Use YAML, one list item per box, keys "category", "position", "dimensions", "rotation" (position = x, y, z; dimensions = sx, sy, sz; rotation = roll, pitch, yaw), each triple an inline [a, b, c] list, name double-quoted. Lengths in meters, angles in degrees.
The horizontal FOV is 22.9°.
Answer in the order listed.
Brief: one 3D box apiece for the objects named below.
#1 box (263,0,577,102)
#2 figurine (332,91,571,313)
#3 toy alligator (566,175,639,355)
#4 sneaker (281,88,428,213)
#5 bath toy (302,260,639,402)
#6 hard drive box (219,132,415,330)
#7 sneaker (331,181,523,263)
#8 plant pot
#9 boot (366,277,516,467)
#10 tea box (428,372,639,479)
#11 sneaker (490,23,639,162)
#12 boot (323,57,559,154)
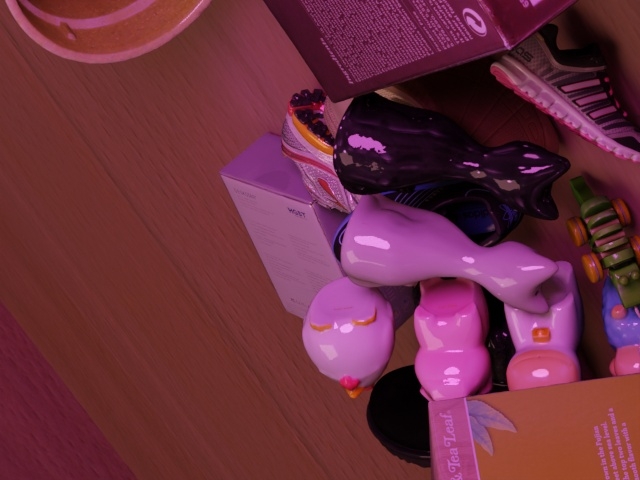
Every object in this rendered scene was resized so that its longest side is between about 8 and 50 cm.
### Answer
- category: "box"
  position: [0.102, -0.229, 1.230]
  dimensions: [0.143, 0.191, 0.381]
  rotation: [54, 165, -8]
- category: "figurine"
  position: [0.126, -0.024, 1.473]
  dimensions: [0.209, 0.092, 0.215]
  rotation: [14, 139, 17]
- category: "toy alligator"
  position: [0.279, 0.022, 1.476]
  dimensions: [0.051, 0.056, 0.190]
  rotation: [76, 172, -78]
- category: "sneaker"
  position: [0.041, -0.066, 1.759]
  dimensions: [0.225, 0.088, 0.093]
  rotation: [49, 141, 20]
- category: "bath toy"
  position: [0.153, 0.111, 1.589]
  dimensions: [0.348, 0.151, 0.129]
  rotation: [-1, 131, 18]
- category: "hard drive box"
  position: [0.000, 0.000, 1.932]
  dimensions: [0.181, 0.089, 0.232]
  rotation: [21, 144, 46]
- category: "sneaker"
  position: [0.101, -0.012, 1.620]
  dimensions: [0.232, 0.090, 0.081]
  rotation: [-20, 104, 30]
- category: "plant pot"
  position: [-0.263, -0.366, 1.675]
  dimensions: [0.254, 0.276, 0.276]
  rotation: [43, 158, 42]
- category: "boot"
  position: [0.150, 0.142, 1.827]
  dimensions: [0.348, 0.131, 0.260]
  rotation: [3, 137, 44]
- category: "tea box"
  position: [0.276, 0.299, 1.531]
  dimensions: [0.329, 0.323, 0.220]
  rotation: [80, -177, -56]
- category: "sneaker"
  position: [0.234, -0.131, 1.378]
  dimensions: [0.170, 0.075, 0.063]
  rotation: [32, -174, -13]
- category: "boot"
  position: [0.111, -0.110, 1.581]
  dimensions: [0.262, 0.095, 0.203]
  rotation: [32, 159, 12]
